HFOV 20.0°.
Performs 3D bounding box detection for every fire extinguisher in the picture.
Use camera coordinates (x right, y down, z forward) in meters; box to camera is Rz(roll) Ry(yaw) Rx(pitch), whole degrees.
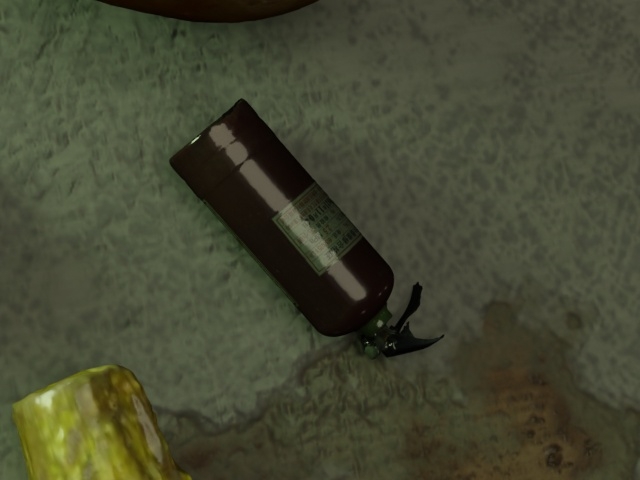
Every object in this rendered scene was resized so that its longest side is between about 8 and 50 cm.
[{"bbox_3d":[0.000,0.000,1.291,0.231,0.071,0.099,47,41,-6],"label":"fire extinguisher"}]

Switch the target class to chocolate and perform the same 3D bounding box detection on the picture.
[{"bbox_3d":[-0.080,0.294,1.157,0.162,0.162,0.445,-17,84,-21],"label":"chocolate"}]

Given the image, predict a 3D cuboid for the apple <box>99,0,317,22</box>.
[{"bbox_3d":[-0.099,-0.343,1.194,0.400,0.334,0.400,1,87,-36],"label":"apple"}]
